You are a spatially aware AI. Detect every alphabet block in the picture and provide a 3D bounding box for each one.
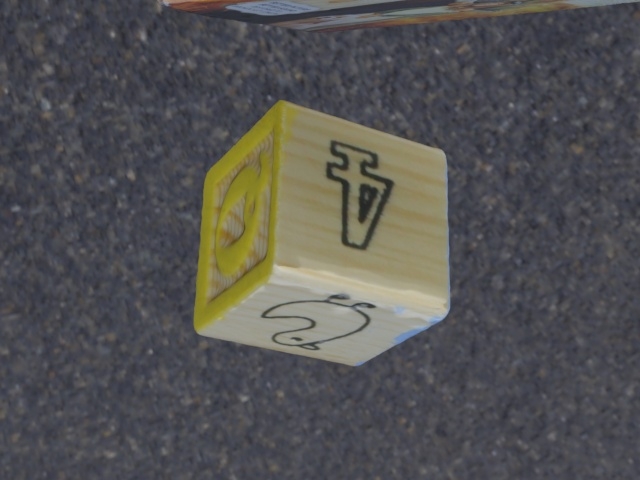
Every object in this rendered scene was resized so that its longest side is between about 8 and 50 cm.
[{"bbox_3d":[0.000,0.000,1.157,0.197,0.194,0.192,14,151,-25],"label":"alphabet block"}]

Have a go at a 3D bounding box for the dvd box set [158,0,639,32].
[{"bbox_3d":[0.143,-0.195,0.766,0.420,0.307,0.062,-2,96,19],"label":"dvd box set"}]
